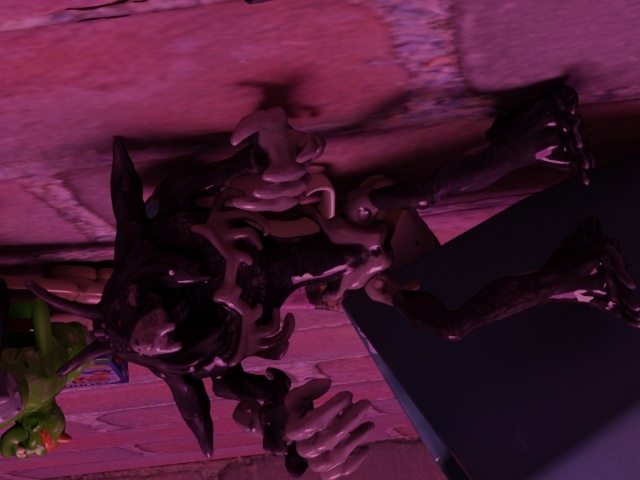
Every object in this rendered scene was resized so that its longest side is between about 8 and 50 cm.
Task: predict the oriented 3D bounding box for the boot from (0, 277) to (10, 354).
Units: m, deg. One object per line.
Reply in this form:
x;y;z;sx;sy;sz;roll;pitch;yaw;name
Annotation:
-0.237;0.022;0.802;0.207;0.094;0.246;8;169;-38;boot

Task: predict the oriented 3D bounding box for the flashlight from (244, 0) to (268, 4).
-0.111;-0.084;0.361;0.304;0.103;0.103;-3;165;-8;flashlight

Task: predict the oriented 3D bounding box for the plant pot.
0.169;0.062;0.874;0.234;0.166;0.165;-33;134;-3;plant pot

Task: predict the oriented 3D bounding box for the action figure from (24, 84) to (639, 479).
-0.004;0.014;0.762;0.275;0.164;0.141;-16;-173;3;action figure

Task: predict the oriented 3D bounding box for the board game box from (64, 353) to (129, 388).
-0.255;0.095;1.294;0.201;0.035;0.136;-6;168;-1;board game box

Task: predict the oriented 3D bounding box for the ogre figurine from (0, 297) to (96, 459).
-0.208;0.084;0.989;0.118;0.097;0.197;-11;169;17;ogre figurine

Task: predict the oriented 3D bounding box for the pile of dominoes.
-0.213;0.030;1.063;0.251;0.040;0.196;6;166;-15;pile of dominoes

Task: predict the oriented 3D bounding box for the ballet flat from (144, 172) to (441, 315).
0.000;0.000;0.895;0.221;0.077;0.079;3;126;-35;ballet flat
